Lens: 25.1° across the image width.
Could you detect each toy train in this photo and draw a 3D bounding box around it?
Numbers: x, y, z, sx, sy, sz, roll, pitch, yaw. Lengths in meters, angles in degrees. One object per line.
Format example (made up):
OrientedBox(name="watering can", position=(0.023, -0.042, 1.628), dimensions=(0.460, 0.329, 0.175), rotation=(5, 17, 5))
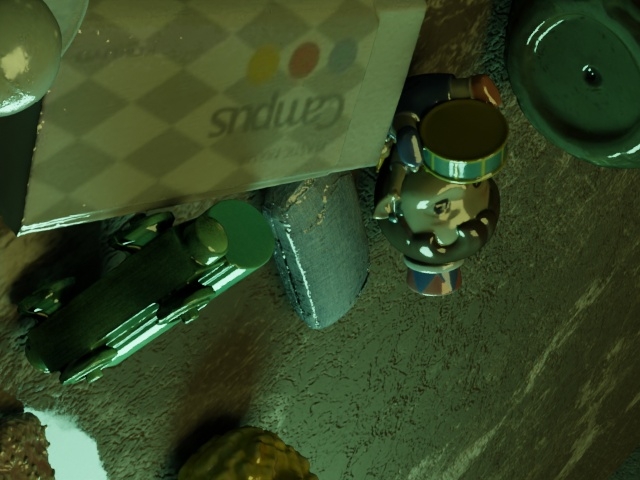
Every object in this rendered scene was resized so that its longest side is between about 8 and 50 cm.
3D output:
OrientedBox(name="toy train", position=(-0.152, 0.043, 1.259), dimensions=(0.248, 0.101, 0.159), rotation=(-33, 172, 33))

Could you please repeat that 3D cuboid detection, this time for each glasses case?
OrientedBox(name="glasses case", position=(0.000, 0.000, 1.561), dimensions=(0.109, 0.067, 0.282), rotation=(-49, 150, -20))

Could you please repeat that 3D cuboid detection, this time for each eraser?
OrientedBox(name="eraser", position=(-0.086, -0.141, 1.193), dimensions=(0.397, 0.082, 0.213), rotation=(-12, 129, -42))

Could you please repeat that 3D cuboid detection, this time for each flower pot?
OrientedBox(name="flower pot", position=(0.361, -0.241, 1.653), dimensions=(0.213, 0.302, 0.302), rotation=(-34, 145, -35))

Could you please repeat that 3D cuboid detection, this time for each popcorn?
OrientedBox(name="popcorn", position=(-0.093, 0.296, 1.659), dimensions=(0.180, 0.180, 0.170), rotation=(-30, 115, -41))

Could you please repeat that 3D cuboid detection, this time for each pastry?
OrientedBox(name="pastry", position=(-0.323, 0.284, 1.302), dimensions=(0.265, 0.112, 0.103), rotation=(-56, 142, -2))

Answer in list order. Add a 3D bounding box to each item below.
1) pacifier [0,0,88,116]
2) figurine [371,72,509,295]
OrientedBox(name="pacifier", position=(-0.212, -0.159, 0.874), dimensions=(0.238, 0.226, 0.287), rotation=(-15, 140, -22))
OrientedBox(name="figurine", position=(0.135, -0.059, 1.613), dimensions=(0.161, 0.158, 0.275), rotation=(-34, 146, -19))
